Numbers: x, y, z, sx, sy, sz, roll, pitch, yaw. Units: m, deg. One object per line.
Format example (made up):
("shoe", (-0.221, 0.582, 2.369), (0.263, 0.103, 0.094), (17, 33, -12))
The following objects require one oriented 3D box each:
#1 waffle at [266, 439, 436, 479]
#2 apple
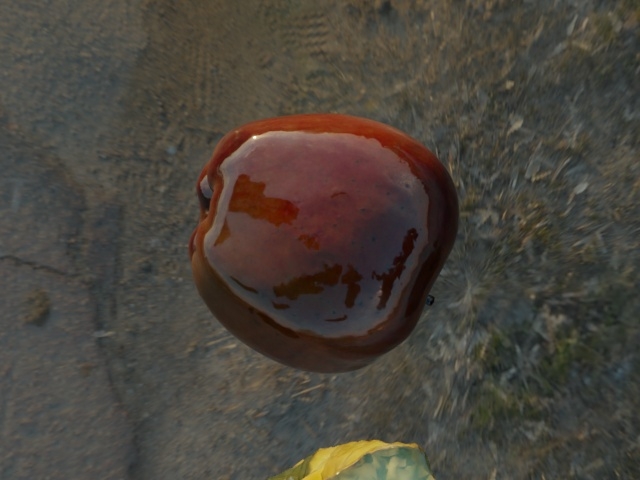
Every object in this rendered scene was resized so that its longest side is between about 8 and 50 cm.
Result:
("waffle", (-0.077, 0.171, 0.466), (0.274, 0.168, 0.057), (-29, 84, -16))
("apple", (0.000, 0.002, 0.940), (0.233, 0.234, 0.234), (0, 87, 8))
